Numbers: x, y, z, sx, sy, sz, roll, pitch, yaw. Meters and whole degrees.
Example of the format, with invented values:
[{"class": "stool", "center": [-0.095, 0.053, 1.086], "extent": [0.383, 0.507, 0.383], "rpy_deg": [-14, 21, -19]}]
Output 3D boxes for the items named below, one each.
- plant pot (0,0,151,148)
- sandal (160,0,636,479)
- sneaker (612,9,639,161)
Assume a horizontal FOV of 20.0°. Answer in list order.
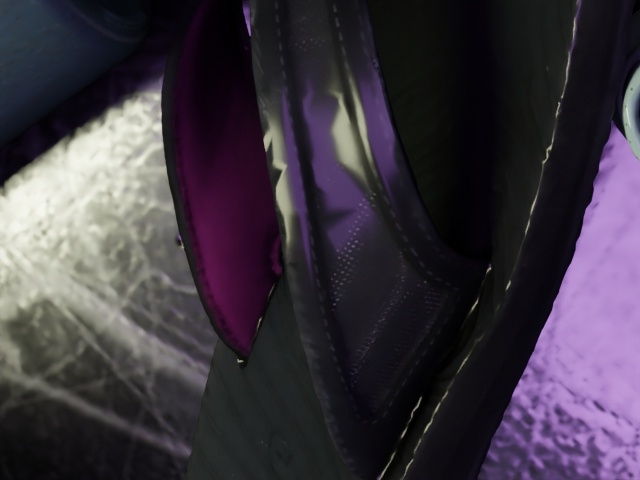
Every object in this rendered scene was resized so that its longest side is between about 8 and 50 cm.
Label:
[{"class": "plant pot", "center": [-0.261, -0.094, 0.622], "extent": [0.334, 0.341, 0.341], "rpy_deg": [-30, 96, 9]}, {"class": "sandal", "center": [0.001, 0.002, 0.643], "extent": [0.107, 0.167, 0.446], "rpy_deg": [2, 110, -32]}, {"class": "sneaker", "center": [0.219, -0.028, 0.602], "extent": [0.255, 0.151, 0.094], "rpy_deg": [7, 104, 10]}]
